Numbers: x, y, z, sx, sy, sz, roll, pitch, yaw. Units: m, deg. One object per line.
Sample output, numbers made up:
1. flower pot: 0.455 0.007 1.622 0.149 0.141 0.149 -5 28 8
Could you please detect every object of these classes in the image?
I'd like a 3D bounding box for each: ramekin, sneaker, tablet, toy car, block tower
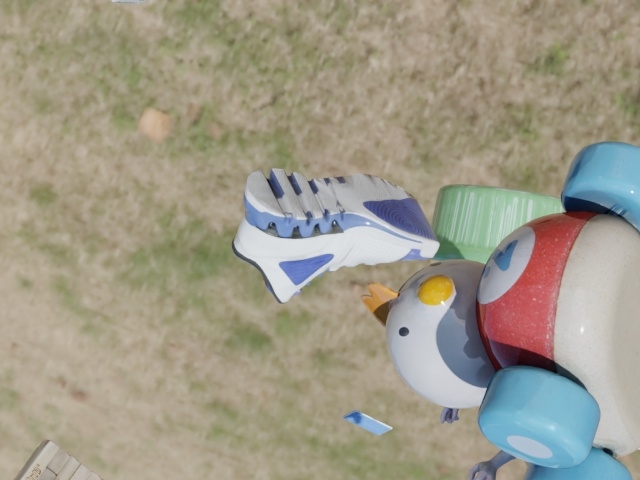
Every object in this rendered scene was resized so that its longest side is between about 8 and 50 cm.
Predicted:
1. ramekin: 0.355 -0.018 2.232 0.303 0.148 0.303 9 179 0
2. sneaker: -0.001 0.000 1.701 0.315 0.127 0.182 7 133 -29
3. tablet: 0.088 0.341 2.157 0.083 0.006 0.054 28 147 -17
4. toy car: 0.121 0.060 0.838 0.237 0.219 0.210 7 149 32
5. block tower: -0.252 0.383 1.455 0.335 0.091 0.097 43 154 -20

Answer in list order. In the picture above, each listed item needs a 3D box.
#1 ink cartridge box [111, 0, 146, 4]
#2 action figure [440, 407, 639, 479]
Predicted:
1. ink cartridge box: -0.255 -0.420 1.430 0.153 0.087 0.208 -41 87 21
2. action figure: 0.334 0.274 1.733 0.275 0.248 0.370 -30 123 5
